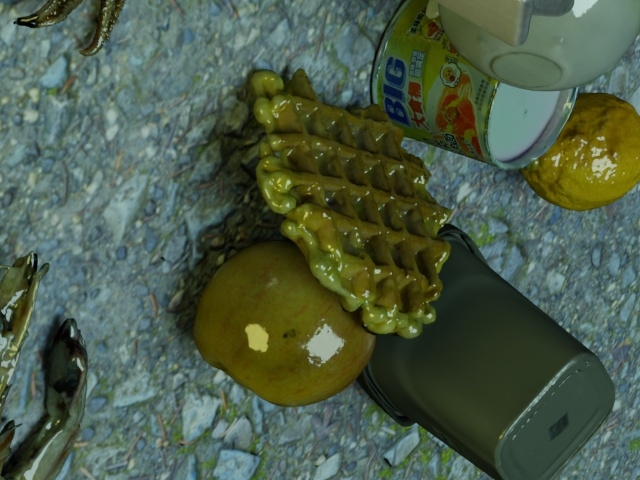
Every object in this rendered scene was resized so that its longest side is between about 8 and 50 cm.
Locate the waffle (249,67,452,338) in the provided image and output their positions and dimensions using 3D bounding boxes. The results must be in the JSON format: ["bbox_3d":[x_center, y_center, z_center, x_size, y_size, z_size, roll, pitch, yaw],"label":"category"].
[{"bbox_3d":[0.036,-0.045,1.957,0.058,0.281,0.301,-27,135,29],"label":"waffle"}]

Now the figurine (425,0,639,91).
[{"bbox_3d":[0.197,-0.340,1.944,0.226,0.275,0.394,54,40,-59],"label":"figurine"}]

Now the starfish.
[{"bbox_3d":[-0.179,-0.264,1.671,0.238,0.057,0.213,-36,145,-25],"label":"starfish"}]

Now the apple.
[{"bbox_3d":[-0.039,0.089,1.975,0.155,0.182,0.182,-49,143,-17],"label":"apple"}]

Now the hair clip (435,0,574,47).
[{"bbox_3d":[0.080,-0.291,1.729,0.101,0.331,0.085,-34,147,-31],"label":"hair clip"}]

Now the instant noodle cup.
[{"bbox_3d":[0.176,-0.173,2.081,0.205,0.153,0.205,-31,136,-35],"label":"instant noodle cup"}]

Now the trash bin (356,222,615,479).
[{"bbox_3d":[0.189,0.147,2.232,0.219,0.250,0.220,-48,143,-6],"label":"trash bin"}]

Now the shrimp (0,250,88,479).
[{"bbox_3d":[-0.296,0.165,1.809,0.247,0.085,0.360,-20,132,-54],"label":"shrimp"}]

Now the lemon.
[{"bbox_3d":[0.310,-0.104,2.297,0.187,0.142,0.142,-14,124,-36],"label":"lemon"}]
